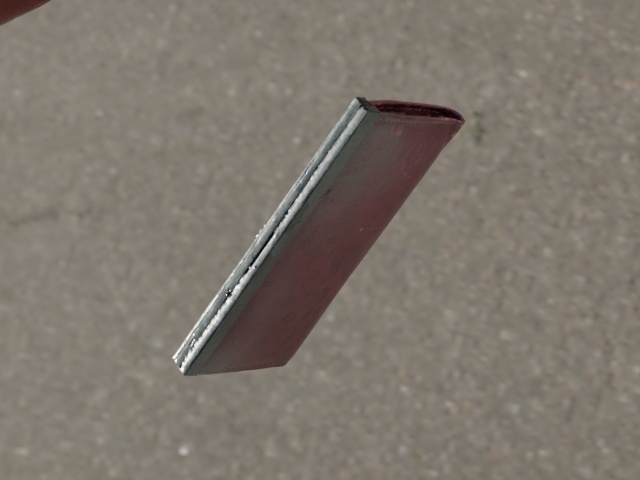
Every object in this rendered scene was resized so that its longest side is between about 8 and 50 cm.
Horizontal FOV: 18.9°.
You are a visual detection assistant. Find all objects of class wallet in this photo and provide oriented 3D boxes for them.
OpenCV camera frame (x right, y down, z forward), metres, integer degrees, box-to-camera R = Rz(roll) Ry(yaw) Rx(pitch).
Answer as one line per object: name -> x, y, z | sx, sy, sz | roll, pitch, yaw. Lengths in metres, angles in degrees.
wallet -> 0.000, 0.000, 1.292 | 0.025, 0.119, 0.232 | 49, 117, 27

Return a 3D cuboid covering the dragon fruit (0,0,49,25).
dragon fruit -> -0.228, -0.266, 1.050 | 0.291, 0.189, 0.290 | -14, 61, 26
